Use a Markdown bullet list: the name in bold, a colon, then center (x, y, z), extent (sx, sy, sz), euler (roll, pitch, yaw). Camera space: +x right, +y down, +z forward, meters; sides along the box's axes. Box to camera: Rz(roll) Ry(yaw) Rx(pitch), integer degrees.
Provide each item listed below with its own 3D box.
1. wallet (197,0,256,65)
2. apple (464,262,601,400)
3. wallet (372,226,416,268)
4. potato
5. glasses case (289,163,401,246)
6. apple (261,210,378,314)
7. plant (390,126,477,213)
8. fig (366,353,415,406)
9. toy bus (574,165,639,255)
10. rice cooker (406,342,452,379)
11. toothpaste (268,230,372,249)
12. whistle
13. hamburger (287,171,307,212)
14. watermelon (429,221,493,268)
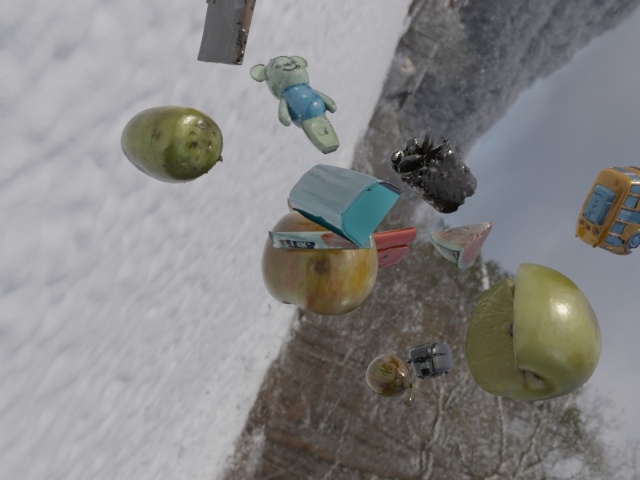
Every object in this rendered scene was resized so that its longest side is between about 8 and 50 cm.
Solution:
- **wallet**: center (-0.175, -0.519, 1.325), extent (0.044, 0.169, 0.316), euler (5, 100, -40)
- **apple**: center (0.465, 0.201, 1.384), extent (0.295, 0.234, 0.257), euler (112, -5, -52)
- **wallet**: center (0.173, 0.029, 1.813), extent (0.204, 0.045, 0.142), euler (-9, 139, -46)
- **potato**: center (-0.280, -0.182, 1.238), extent (0.197, 0.228, 0.148), euler (-15, 106, -43)
- **glasses case**: center (0.030, -0.079, 1.168), extent (0.117, 0.070, 0.301), euler (-53, -160, -3)
- **apple**: center (0.000, 0.037, 1.445), extent (0.264, 0.264, 0.264), euler (-62, 178, -4)
- **plant**: center (0.360, -0.224, 2.095), extent (0.199, 0.276, 0.188), euler (-49, -159, 1)
- **fig**: center (0.236, 0.444, 2.105), extent (0.148, 0.142, 0.186), euler (-31, -170, -38)
- **toy bus**: center (0.690, -0.072, 1.519), extent (0.126, 0.136, 0.209), euler (50, -51, 53)
- **rice cooker**: center (0.394, 0.430, 2.319), extent (0.142, 0.118, 0.203), euler (-25, 158, 29)
- **toothpaste**: center (0.000, 0.000, 1.290), extent (0.056, 0.205, 0.036), euler (76, 18, -51)
- **whistle**: center (-0.034, -0.248, 1.147), extent (0.114, 0.235, 0.077), euler (-19, 151, -21)
- **hamburger**: center (0.022, -0.096, 1.860), extent (0.163, 0.244, 0.244), euler (-55, 177, -5)
- **watermelon**: center (0.475, 0.032, 2.096), extent (0.202, 0.207, 0.136), euler (-24, -131, 34)
